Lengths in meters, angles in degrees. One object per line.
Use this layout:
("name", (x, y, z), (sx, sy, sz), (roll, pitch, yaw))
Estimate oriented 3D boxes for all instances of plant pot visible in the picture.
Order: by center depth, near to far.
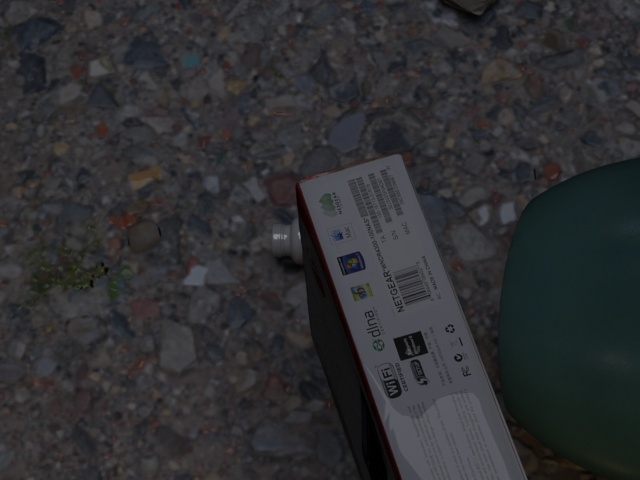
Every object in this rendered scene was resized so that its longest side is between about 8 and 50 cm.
("plant pot", (0.273, 0.065, 1.359), (0.235, 0.293, 0.293), (5, 64, 20))

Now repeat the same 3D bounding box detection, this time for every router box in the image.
("router box", (0.075, 0.151, 1.307), (0.082, 0.301, 0.335), (-17, 65, -6))

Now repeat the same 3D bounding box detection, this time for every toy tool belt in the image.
("toy tool belt", (0.133, -0.250, 1.638), (0.083, 0.052, 0.051), (36, 40, 14))

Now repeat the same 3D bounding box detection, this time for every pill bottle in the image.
("pill bottle", (0.000, 0.000, 1.523), (0.083, 0.043, 0.043), (0, 65, 3))
